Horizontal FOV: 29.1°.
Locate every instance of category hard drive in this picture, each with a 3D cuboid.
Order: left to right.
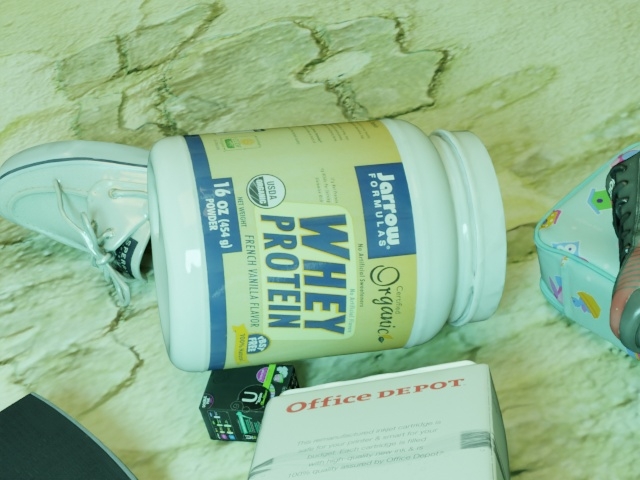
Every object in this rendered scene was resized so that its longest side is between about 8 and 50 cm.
[{"bbox_3d":[-0.245,0.248,1.119,0.172,0.054,0.255,-32,53,-32],"label":"hard drive"}]

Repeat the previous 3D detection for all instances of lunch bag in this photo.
[{"bbox_3d":[0.369,0.021,1.194,0.224,0.108,0.279,-38,48,-25],"label":"lunch bag"}]

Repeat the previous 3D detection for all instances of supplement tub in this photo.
[{"bbox_3d":[0.000,0.000,1.199,0.316,0.228,0.228,-6,42,-11],"label":"supplement tub"}]

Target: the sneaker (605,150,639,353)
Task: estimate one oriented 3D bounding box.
[{"bbox_3d":[0.300,-0.007,1.088,0.135,0.097,0.276,17,48,28],"label":"sneaker"}]

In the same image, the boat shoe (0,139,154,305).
[{"bbox_3d":[-0.207,-0.005,1.366,0.367,0.136,0.156,7,49,8],"label":"boat shoe"}]

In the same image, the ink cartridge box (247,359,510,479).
[{"bbox_3d":[0.050,0.228,0.983,0.207,0.117,0.283,-11,23,11],"label":"ink cartridge box"}]

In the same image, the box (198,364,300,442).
[{"bbox_3d":[-0.067,0.158,1.202,0.083,0.052,0.062,1,44,17],"label":"box"}]
